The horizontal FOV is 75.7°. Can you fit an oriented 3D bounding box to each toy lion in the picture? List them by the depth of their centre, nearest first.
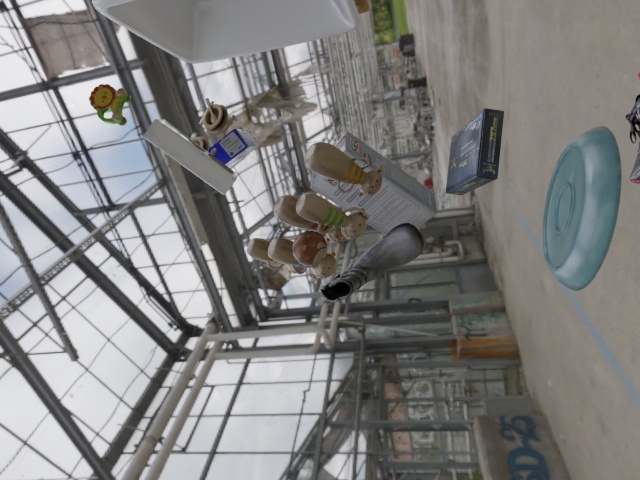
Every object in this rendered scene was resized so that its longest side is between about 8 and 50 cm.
[{"bbox_3d":[-0.524,-0.337,1.016,0.034,0.096,0.100,71,-157,-80],"label":"toy lion"}]

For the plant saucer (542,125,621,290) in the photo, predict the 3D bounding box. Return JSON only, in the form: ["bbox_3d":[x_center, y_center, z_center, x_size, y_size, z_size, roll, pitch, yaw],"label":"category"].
[{"bbox_3d":[0.496,-0.062,0.811,0.317,0.044,0.317,7,-90,-75],"label":"plant saucer"}]

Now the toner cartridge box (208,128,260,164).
[{"bbox_3d":[-0.319,-0.322,1.481,0.075,0.165,0.348,54,-173,-12],"label":"toner cartridge box"}]

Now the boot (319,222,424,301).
[{"bbox_3d":[0.152,0.087,1.250,0.223,0.338,0.118,-34,-98,-38],"label":"boot"}]

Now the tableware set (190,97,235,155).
[{"bbox_3d":[-0.335,-0.308,1.180,0.194,0.128,0.039,-58,-32,8],"label":"tableware set"}]

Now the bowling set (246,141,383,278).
[{"bbox_3d":[0.000,0.000,0.710,0.154,0.287,0.200,22,-149,-27],"label":"bowling set"}]

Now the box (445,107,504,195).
[{"bbox_3d":[0.426,-0.238,1.157,0.232,0.059,0.183,126,151,-85],"label":"box"}]

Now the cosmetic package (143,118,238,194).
[{"bbox_3d":[-0.330,-0.216,1.073,0.239,0.060,0.099,37,-175,-16],"label":"cosmetic package"}]

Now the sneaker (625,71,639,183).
[{"bbox_3d":[0.836,-0.292,1.044,0.121,0.112,0.299,-11,-68,-72],"label":"sneaker"}]

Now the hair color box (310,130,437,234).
[{"bbox_3d":[0.174,-0.162,1.331,0.374,0.185,0.113,30,-139,-21],"label":"hair color box"}]

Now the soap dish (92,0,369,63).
[{"bbox_3d":[-0.101,-0.320,0.491,0.229,0.291,0.118,-20,-74,-75],"label":"soap dish"}]
